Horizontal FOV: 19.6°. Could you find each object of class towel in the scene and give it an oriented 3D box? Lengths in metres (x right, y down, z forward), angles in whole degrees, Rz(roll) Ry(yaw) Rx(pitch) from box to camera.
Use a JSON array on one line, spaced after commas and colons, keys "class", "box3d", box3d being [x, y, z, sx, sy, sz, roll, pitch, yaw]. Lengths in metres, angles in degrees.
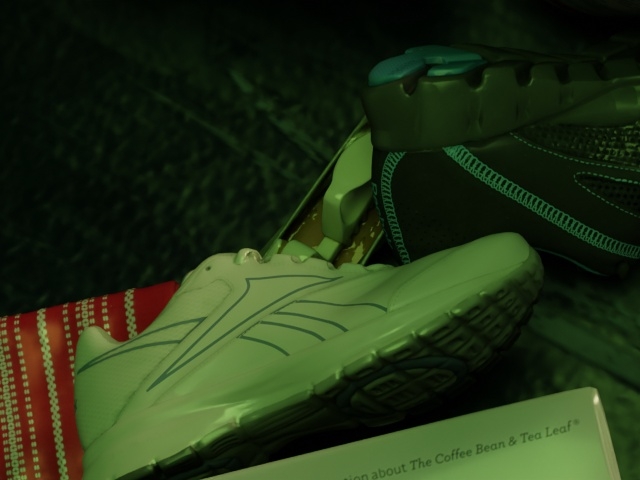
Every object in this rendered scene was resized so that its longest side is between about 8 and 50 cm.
[{"class": "towel", "box3d": [-0.201, 0.139, 1.150, 0.274, 0.031, 0.199, -12, 66, 7]}]

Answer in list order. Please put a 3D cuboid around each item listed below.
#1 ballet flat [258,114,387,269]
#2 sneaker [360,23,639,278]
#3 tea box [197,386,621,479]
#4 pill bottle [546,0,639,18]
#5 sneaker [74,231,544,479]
[{"class": "ballet flat", "box3d": [0.000, 0.000, 1.143, 0.072, 0.068, 0.213, 31, 78, 20]}, {"class": "sneaker", "box3d": [0.196, -0.056, 1.115, 0.340, 0.125, 0.140, -5, 107, -2]}, {"class": "tea box", "box3d": [0.007, 0.249, 0.901, 0.329, 0.323, 0.220, -14, 68, 6]}, {"class": "pill bottle", "box3d": [0.218, -0.209, 1.050, 0.160, 0.283, 0.160, -2, 95, -17]}, {"class": "sneaker", "box3d": [-0.018, 0.053, 1.060, 0.297, 0.111, 0.129, -23, 63, 7]}]
